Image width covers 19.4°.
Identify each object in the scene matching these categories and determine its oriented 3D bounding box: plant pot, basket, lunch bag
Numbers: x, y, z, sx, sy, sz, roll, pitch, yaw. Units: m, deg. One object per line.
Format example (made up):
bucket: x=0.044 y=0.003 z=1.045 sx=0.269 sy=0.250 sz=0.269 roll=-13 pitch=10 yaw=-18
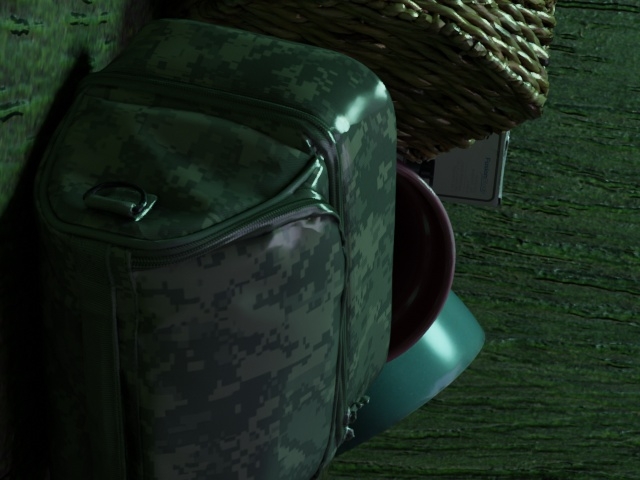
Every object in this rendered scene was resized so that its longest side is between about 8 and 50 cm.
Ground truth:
plant pot: x=0.003 y=0.092 z=2.021 sx=0.195 sy=0.290 sz=0.290 roll=58 pitch=14 yaw=-9
basket: x=0.051 y=-0.231 z=1.537 sx=0.213 sy=0.299 sz=0.223 roll=-21 pitch=-128 yaw=52
lunch bag: x=-0.084 y=0.045 z=1.234 sx=0.256 sy=0.212 sz=0.305 roll=-51 pitch=151 yaw=-48
plant pot: x=0.000 y=0.000 z=1.667 sx=0.180 sy=0.201 sz=0.201 roll=-131 pitch=-136 yaw=-70

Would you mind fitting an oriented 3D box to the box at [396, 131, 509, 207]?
box: x=0.039 y=-0.137 z=1.774 sx=0.087 sy=0.290 sz=0.169 roll=-74 pitch=169 yaw=-57
